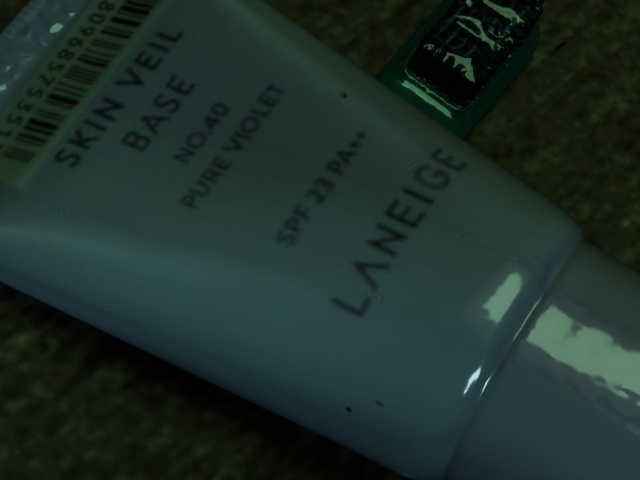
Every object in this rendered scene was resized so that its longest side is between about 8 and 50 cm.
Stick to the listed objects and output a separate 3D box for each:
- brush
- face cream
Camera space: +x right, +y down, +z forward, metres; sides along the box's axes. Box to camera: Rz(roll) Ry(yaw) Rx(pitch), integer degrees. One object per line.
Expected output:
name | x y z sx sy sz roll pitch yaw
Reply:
brush | 0.038 -0.053 0.697 0.043 0.032 0.193 36 48 5
face cream | 0.000 0.000 0.606 0.274 0.096 0.154 30 68 11
